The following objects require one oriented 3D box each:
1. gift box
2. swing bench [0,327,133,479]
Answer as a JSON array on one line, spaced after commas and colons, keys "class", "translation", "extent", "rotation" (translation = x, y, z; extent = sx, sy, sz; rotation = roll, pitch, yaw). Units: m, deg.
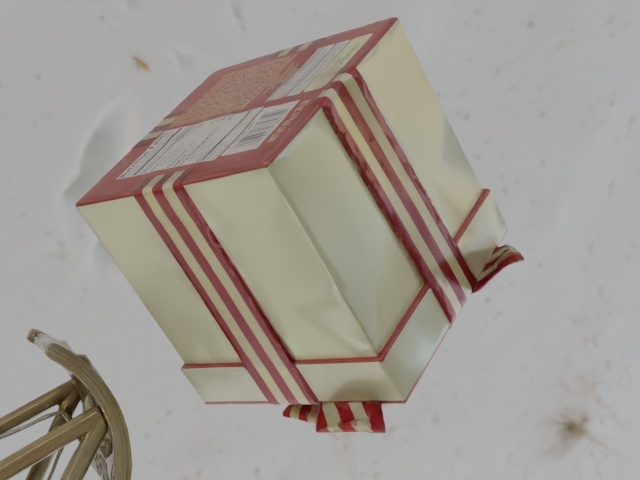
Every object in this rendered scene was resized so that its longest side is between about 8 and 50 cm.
[{"class": "gift box", "translation": [0.000, 0.000, 0.864], "extent": [0.255, 0.276, 0.258], "rotation": [-50, 122, -36]}, {"class": "swing bench", "translation": [-0.302, 0.231, 1.046], "extent": [0.165, 0.253, 0.255], "rotation": [45, 76, -12]}]
